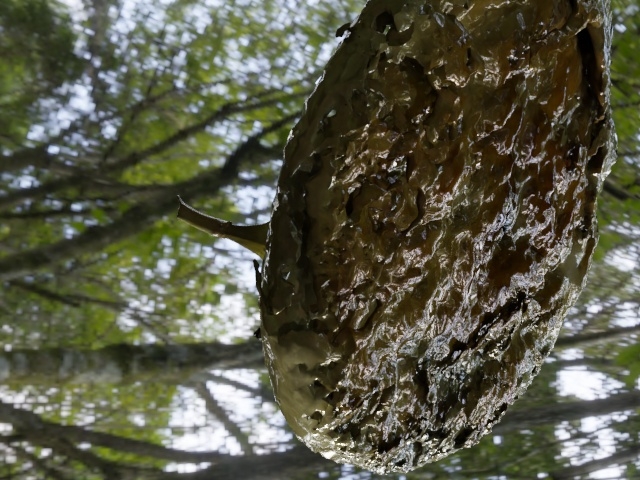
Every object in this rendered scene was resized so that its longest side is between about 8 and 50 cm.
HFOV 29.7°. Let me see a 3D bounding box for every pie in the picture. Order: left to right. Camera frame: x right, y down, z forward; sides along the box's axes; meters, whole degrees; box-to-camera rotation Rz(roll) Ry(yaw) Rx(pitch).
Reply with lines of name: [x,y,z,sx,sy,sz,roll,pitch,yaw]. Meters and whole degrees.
pie: [0.067,-0.014,0.569,0.055,0.274,0.274,24,-84,34]

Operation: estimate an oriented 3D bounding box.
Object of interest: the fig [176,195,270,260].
fig: [0.000,0.000,1.038,0.257,0.159,0.159,14,-89,-3]
